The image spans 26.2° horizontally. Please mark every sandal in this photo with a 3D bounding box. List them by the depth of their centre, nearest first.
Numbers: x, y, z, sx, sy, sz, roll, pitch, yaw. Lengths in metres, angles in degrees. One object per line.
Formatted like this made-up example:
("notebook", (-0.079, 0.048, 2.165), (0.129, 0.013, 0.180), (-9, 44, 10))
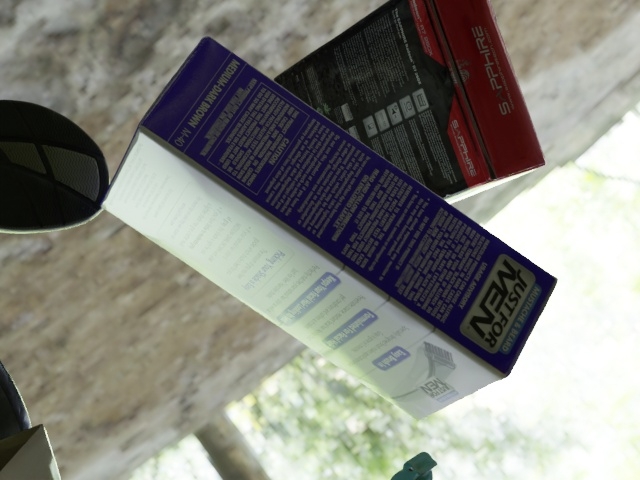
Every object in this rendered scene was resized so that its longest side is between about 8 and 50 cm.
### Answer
("sandal", (-0.338, -0.059, 1.252), (0.302, 0.120, 0.086), (-1, -10, 7))

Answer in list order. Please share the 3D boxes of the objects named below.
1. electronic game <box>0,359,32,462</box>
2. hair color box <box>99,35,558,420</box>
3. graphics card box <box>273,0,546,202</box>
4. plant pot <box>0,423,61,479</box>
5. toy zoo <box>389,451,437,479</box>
("electronic game", (-0.293, 0.104, 0.934), (0.048, 0.229, 0.229), (-51, -4, -48))
("hair color box", (0.000, 0.000, 1.121), (0.110, 0.339, 0.185), (-56, 5, -25))
("graphics card box", (0.091, -0.143, 1.603), (0.094, 0.233, 0.371), (-18, -3, -30))
("plant pot", (-0.211, 0.191, 0.840), (0.109, 0.096, 0.109), (-22, 10, 14))
("toy zoo", (0.106, 0.301, 1.044), (0.192, 0.293, 0.030), (-2, 17, 46))
